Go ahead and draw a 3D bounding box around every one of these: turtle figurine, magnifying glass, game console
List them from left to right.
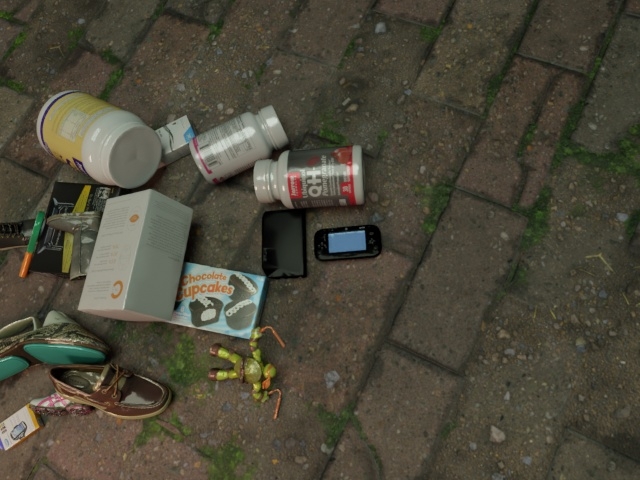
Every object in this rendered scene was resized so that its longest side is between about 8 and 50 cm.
[{"bbox_3d":[-0.926,0.013,1.579,0.231,0.026,0.092,-66,30,15],"label":"magnifying glass"},{"bbox_3d":[-0.205,0.365,1.361,0.217,0.087,0.269,2,103,23],"label":"turtle figurine"},{"bbox_3d":[0.000,0.000,1.476,0.361,0.044,0.213,-5,73,7],"label":"game console"}]

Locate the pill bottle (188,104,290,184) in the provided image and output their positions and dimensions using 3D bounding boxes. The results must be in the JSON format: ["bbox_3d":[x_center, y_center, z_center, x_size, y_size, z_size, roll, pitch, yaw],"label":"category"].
[{"bbox_3d":[-0.250,-0.302,1.544,0.283,0.160,0.160,-25,71,1],"label":"pill bottle"}]

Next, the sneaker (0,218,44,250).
[{"bbox_3d":[-1.004,-0.028,1.605,0.222,0.118,0.083,-18,72,4],"label":"sneaker"}]

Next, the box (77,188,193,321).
[{"bbox_3d":[-0.531,0.052,1.435,0.215,0.168,0.345,-6,68,34],"label":"box"}]

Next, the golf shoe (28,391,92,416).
[{"bbox_3d":[-0.758,0.471,1.452,0.186,0.067,0.086,-2,55,0],"label":"golf shoe"}]

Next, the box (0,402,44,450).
[{"bbox_3d":[-0.899,0.557,1.465,0.136,0.028,0.081,-35,72,0],"label":"box"}]

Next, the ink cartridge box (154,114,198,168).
[{"bbox_3d":[-0.499,-0.325,1.642,0.180,0.060,0.104,-27,72,1],"label":"ink cartridge box"}]

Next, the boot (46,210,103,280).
[{"bbox_3d":[-0.743,0.021,1.496,0.189,0.076,0.208,-7,80,8],"label":"boot"}]

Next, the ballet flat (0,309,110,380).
[{"bbox_3d":[-0.858,0.305,1.478,0.483,0.164,0.182,-14,52,7],"label":"ballet flat"}]

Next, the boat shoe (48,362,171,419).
[{"bbox_3d":[-0.594,0.409,1.383,0.342,0.123,0.123,12,52,6],"label":"boat shoe"}]

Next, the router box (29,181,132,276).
[{"bbox_3d":[-0.766,-0.030,1.587,0.243,0.081,0.309,5,75,10],"label":"router box"}]

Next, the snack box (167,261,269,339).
[{"bbox_3d":[-0.328,0.174,1.468,0.322,0.060,0.187,9,75,12],"label":"snack box"}]

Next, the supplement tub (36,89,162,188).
[{"bbox_3d":[-0.694,-0.318,1.560,0.331,0.241,0.241,26,79,23],"label":"supplement tub"}]

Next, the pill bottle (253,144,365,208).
[{"bbox_3d":[-0.028,-0.185,1.465,0.318,0.176,0.176,-3,73,8],"label":"pill bottle"}]
